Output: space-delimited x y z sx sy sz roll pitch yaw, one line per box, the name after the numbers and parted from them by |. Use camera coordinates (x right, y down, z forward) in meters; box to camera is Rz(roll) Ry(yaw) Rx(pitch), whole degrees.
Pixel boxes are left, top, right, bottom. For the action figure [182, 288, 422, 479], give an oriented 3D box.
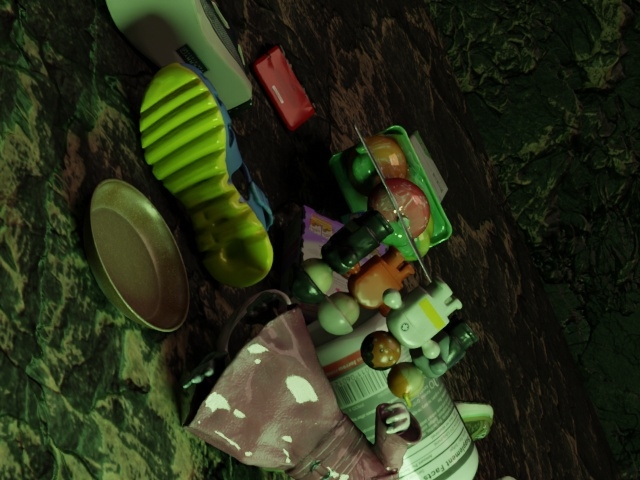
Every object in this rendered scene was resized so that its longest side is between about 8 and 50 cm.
-0.011 0.264 1.555 0.370 0.248 0.276 48 -4 -9 | action figure

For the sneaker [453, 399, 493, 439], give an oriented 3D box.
0.180 0.354 2.093 0.410 0.158 0.182 16 78 -64 | sneaker

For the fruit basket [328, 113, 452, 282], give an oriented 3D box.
0.117 -0.066 2.236 0.327 0.165 0.353 63 9 -8 | fruit basket

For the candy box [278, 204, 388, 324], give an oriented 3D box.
0.023 0.058 1.966 0.165 0.070 0.196 27 35 -18 | candy box

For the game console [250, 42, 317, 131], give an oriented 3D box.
-0.077 -0.279 2.275 0.124 0.085 0.144 -44 112 -36 | game console

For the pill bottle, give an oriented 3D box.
0.099 0.279 1.798 0.363 0.210 0.210 64 20 -9 | pill bottle

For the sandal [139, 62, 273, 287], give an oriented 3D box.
-0.152 -0.095 1.732 0.138 0.126 0.317 -58 130 -71 | sandal

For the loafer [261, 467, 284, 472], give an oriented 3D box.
-0.036 0.284 1.678 0.148 0.050 0.056 10 60 -65 | loafer

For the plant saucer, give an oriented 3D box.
-0.228 0.022 1.505 0.198 0.036 0.198 52 25 -36 | plant saucer

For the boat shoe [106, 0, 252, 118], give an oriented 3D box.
-0.217 -0.336 1.849 0.158 0.127 0.340 -103 167 -45 | boat shoe

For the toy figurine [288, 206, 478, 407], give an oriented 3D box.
0.077 0.089 1.574 0.209 0.148 0.213 49 -4 25 | toy figurine

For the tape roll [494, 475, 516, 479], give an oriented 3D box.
0.339 0.572 2.246 0.286 0.100 0.286 51 24 -34 | tape roll

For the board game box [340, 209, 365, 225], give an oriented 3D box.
0.086 0.074 2.161 0.160 0.047 0.210 78 -3 -68 | board game box

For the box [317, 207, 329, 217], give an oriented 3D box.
0.000 0.000 2.095 0.083 0.052 0.062 60 19 -16 | box

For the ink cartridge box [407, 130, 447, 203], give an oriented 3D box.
0.187 -0.129 2.670 0.154 0.093 0.212 62 18 -10 | ink cartridge box
